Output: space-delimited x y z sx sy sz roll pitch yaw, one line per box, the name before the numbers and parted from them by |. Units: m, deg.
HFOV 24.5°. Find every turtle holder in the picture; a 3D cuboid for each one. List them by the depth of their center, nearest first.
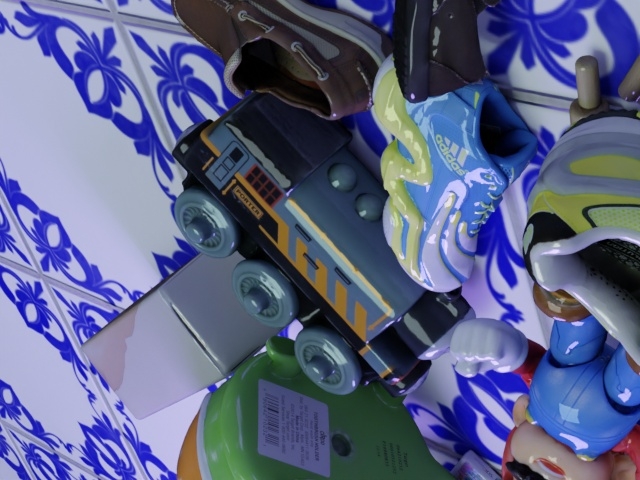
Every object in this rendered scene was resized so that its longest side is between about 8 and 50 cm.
turtle holder | -0.005 0.243 1.547 0.227 0.320 0.243 -41 67 38

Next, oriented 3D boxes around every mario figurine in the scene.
mario figurine | 0.207 0.162 1.216 0.320 0.170 0.198 94 160 -49

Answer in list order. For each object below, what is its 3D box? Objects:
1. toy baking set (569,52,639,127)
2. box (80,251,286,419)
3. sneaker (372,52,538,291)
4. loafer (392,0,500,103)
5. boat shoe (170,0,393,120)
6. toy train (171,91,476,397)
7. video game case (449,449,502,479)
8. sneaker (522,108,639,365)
toy baking set | 0.266 -0.027 1.075 0.196 0.030 0.256 29 145 33
box | -0.148 0.098 1.693 0.121 0.148 0.311 52 150 -3
sneaker | 0.116 -0.042 1.207 0.126 0.091 0.240 20 141 39
loafer | 0.096 -0.204 1.073 0.080 0.078 0.220 -104 12 -49
boat shoe | -0.053 -0.171 1.282 0.257 0.095 0.095 24 143 39
toy train | 0.000 0.000 1.384 0.334 0.142 0.190 48 143 2
video game case | 0.189 0.306 1.599 0.143 0.019 0.157 43 152 12
sneaker | 0.297 0.072 0.991 0.384 0.147 0.145 32 137 10
